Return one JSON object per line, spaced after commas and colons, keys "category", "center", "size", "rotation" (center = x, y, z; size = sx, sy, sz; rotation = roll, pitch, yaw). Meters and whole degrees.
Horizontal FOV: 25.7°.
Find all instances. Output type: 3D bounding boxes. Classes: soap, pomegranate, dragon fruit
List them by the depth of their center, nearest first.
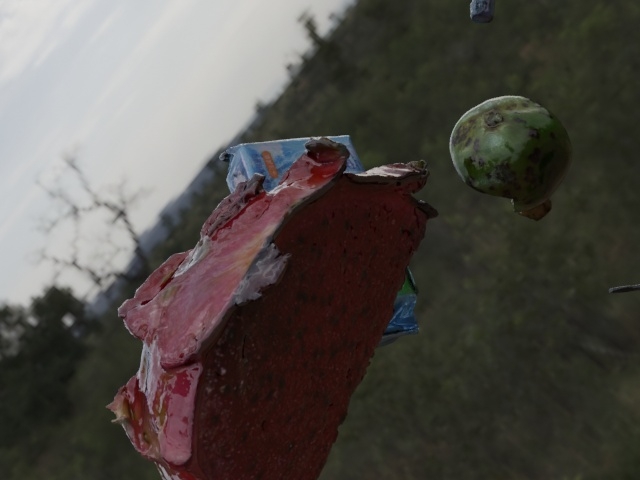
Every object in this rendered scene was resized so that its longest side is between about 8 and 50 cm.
{"category": "dragon fruit", "center": [-0.052, 0.043, 0.808], "size": [0.274, 0.126, 0.161], "rotation": [-65, -31, -12]}
{"category": "soap", "center": [0.000, 0.000, 1.572], "size": [0.156, 0.293, 0.077], "rotation": [-8, -29, -27]}
{"category": "pomegranate", "center": [0.247, -0.100, 1.696], "size": [0.122, 0.169, 0.143], "rotation": [-36, 31, 26]}

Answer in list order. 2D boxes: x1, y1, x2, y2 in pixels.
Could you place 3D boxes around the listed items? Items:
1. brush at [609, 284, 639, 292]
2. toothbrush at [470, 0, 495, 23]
{"category": "brush", "center": [0.402, 0.058, 1.752], "size": [0.024, 0.083, 0.008], "rotation": [84, 179, -70]}
{"category": "toothbrush", "center": [0.114, -0.237, 0.960], "size": [0.016, 0.019, 0.219], "rotation": [69, -156, -58]}
